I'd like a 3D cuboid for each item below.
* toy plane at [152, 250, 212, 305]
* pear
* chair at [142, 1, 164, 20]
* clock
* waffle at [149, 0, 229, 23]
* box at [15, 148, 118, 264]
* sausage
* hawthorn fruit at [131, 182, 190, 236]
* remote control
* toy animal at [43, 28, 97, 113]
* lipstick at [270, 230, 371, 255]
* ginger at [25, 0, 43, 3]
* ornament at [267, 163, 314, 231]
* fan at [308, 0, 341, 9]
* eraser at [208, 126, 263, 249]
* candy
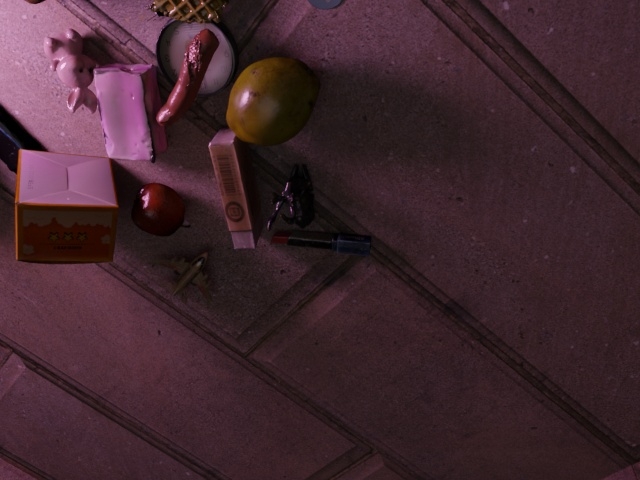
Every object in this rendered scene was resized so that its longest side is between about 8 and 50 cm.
[{"bbox_3d":[-0.433,0.111,1.924,0.229,0.092,0.244,38,118,-11],"label":"toy plane"},{"bbox_3d":[-0.126,-0.362,1.522,0.269,0.212,0.212,-31,112,26],"label":"pear"},{"bbox_3d":[-0.421,-0.606,1.518,0.086,0.037,0.042,-25,102,26],"label":"chair"},{"bbox_3d":[-0.333,-0.495,1.566,0.226,0.049,0.226,4,121,7],"label":"clock"},{"bbox_3d":[-0.321,-0.648,1.450,0.214,0.054,0.207,12,110,-1],"label":"waffle"},{"bbox_3d":[-0.737,-0.096,1.688,0.260,0.283,0.214,3,127,-27],"label":"box"},{"bbox_3d":[-0.352,-0.421,1.544,0.078,0.078,0.304,30,121,-9],"label":"sausage"},{"bbox_3d":[-0.480,-0.083,1.789,0.157,0.157,0.194,-35,128,25],"label":"hawthorn fruit"},{"bbox_3d":[-0.927,-0.264,1.792,0.144,0.062,0.399,-33,112,24],"label":"remote control"},{"bbox_3d":[-0.655,-0.456,1.579,0.124,0.124,0.212,-27,91,23],"label":"toy animal"},{"bbox_3d":[0.000,0.000,1.813,0.312,0.051,0.051,6,124,7],"label":"lipstick"},{"bbox_3d":[-0.714,-0.732,1.419,0.304,0.155,0.244,37,121,-14],"label":"ginger"},{"bbox_3d":[-0.084,-0.083,1.666,0.080,0.236,0.202,3,121,14],"label":"ornament"},{"bbox_3d":[0.015,-0.660,1.434,0.113,0.005,0.175,14,122,1],"label":"fan"},{"bbox_3d":[-0.238,-0.152,1.703,0.078,0.144,0.343,-3,120,9],"label":"eraser"},{"bbox_3d":[-0.533,-0.358,1.640,0.155,0.116,0.265,4,122,8],"label":"candy"}]
